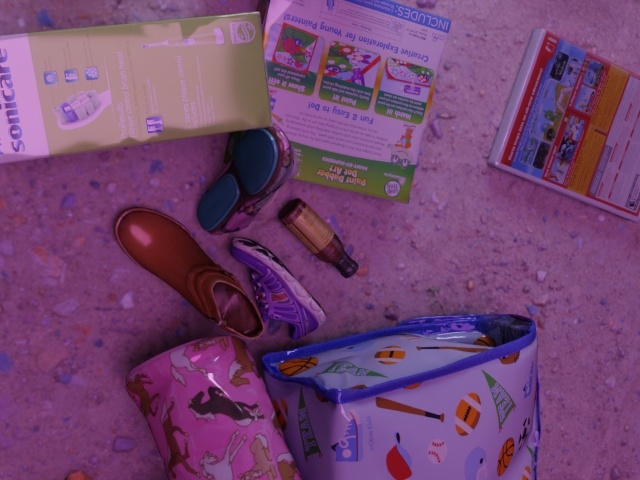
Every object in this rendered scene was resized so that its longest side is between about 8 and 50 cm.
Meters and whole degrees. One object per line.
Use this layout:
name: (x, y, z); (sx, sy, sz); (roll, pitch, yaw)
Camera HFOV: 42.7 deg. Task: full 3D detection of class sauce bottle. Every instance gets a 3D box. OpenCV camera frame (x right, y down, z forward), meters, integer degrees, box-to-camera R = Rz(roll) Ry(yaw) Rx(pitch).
sauce bottle: (0.000, 0.000, 1.075); (0.042, 0.042, 0.128); (-46, 115, -8)

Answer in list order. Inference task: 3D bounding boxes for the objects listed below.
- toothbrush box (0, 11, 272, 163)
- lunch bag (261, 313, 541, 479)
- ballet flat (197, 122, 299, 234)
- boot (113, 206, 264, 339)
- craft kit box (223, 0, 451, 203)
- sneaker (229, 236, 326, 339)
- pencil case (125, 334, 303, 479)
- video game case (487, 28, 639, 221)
toothbrush box: (-0.218, -0.165, 0.865); (0.283, 0.206, 0.122); (-10, 105, -20)
lunch bag: (0.132, 0.281, 1.072); (0.385, 0.239, 0.328); (-10, 102, -30)
ballet flat: (-0.073, -0.073, 0.958); (0.079, 0.221, 0.077); (-11, 70, -35)
boot: (-0.149, 0.037, 0.961); (0.197, 0.152, 0.073); (39, 85, -24)
craft kit box: (0.024, -0.190, 1.040); (0.249, 0.061, 0.247); (11, 94, -23)
sneaker: (-0.062, 0.066, 1.051); (0.071, 0.068, 0.170); (-42, 113, -3)
pencil case: (-0.099, 0.299, 0.935); (0.167, 0.160, 0.386); (-20, 69, -4)
video game case: (0.396, -0.163, 1.208); (0.285, 0.025, 0.204); (17, 94, -24)
